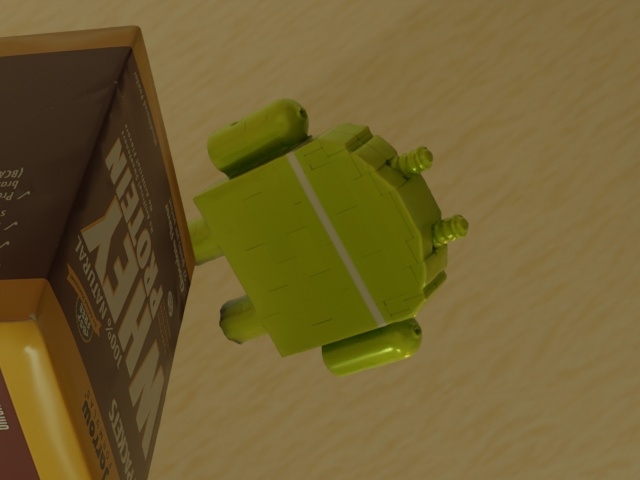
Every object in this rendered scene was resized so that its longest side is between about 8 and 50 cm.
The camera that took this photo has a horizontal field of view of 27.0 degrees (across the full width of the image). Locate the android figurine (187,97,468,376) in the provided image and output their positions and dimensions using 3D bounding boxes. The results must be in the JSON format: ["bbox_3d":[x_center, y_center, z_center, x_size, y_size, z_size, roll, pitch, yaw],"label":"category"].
[{"bbox_3d":[0.000,0.000,1.131,0.248,0.273,0.056,60,-141,-8],"label":"android figurine"}]

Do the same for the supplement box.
[{"bbox_3d":[-0.165,0.023,0.529,0.194,0.191,0.129,-84,-12,-53],"label":"supplement box"}]
